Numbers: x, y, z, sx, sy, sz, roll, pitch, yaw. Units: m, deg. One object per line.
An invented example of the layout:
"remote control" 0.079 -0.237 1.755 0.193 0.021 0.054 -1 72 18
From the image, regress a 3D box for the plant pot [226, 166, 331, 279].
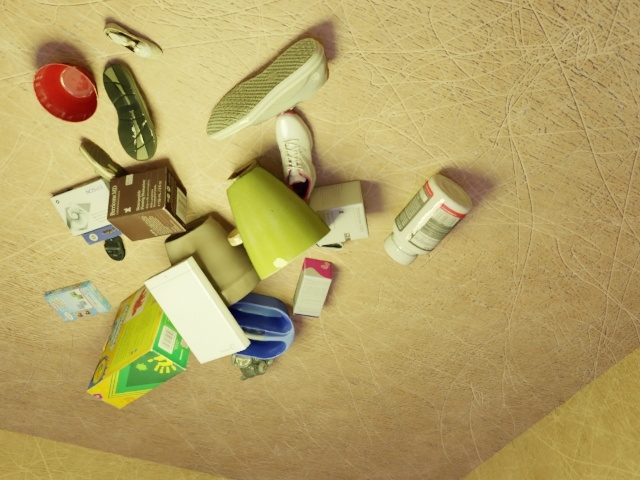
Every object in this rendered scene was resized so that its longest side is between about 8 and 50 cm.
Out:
"plant pot" -0.162 -0.074 1.616 0.275 0.275 0.293 -33 95 24

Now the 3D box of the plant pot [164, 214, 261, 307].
"plant pot" -0.405 0.073 1.840 0.323 0.323 0.280 -22 110 16

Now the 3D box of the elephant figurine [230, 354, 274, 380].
"elephant figurine" -0.334 0.486 2.262 0.239 0.186 0.169 49 148 -20

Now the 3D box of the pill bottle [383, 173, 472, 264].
"pill bottle" 0.365 -0.063 1.790 0.176 0.176 0.318 25 124 -19

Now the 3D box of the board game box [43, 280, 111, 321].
"board game box" -1.011 0.256 2.123 0.212 0.039 0.160 -14 127 10

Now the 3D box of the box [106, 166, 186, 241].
"box" -0.577 -0.118 1.712 0.203 0.168 0.167 -11 153 7

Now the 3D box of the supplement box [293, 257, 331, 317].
"supplement box" -0.035 0.190 2.032 0.114 0.111 0.220 9 129 -8

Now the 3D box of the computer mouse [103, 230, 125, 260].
"computer mouse" -0.782 -0.026 1.905 0.071 0.041 0.242 3 123 7

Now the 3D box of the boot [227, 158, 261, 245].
"boot" -0.261 -0.128 1.740 0.262 0.095 0.203 -43 120 -4

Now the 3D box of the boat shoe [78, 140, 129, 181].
"boat shoe" -0.737 -0.247 1.707 0.072 0.068 0.190 -21 127 30

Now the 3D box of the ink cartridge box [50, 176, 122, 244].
"ink cartridge box" -0.806 -0.094 1.814 0.223 0.045 0.224 -17 116 13

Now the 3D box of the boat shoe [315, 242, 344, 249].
"boat shoe" 0.000 0.000 1.909 0.184 0.063 0.066 14 127 -12

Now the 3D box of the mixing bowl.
"mixing bowl" -0.740 -0.453 1.516 0.181 0.098 0.181 0 128 0

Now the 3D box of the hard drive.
"hard drive" -0.420 0.243 1.722 0.233 0.047 0.353 -24 104 32

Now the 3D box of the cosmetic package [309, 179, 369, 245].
"cosmetic package" 0.065 -0.097 1.775 0.184 0.151 0.151 -10 128 7

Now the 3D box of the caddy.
"caddy" -0.276 0.351 2.078 0.341 0.179 0.241 12 108 -11

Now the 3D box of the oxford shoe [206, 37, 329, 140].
"oxford shoe" -0.156 -0.420 1.522 0.449 0.169 0.130 -29 145 21

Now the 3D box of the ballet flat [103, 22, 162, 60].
"ballet flat" -0.540 -0.560 1.461 0.168 0.052 0.057 24 125 -19

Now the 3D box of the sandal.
"sandal" -0.575 -0.396 1.581 0.120 0.086 0.302 -4 114 10

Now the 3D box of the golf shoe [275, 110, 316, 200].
"golf shoe" -0.076 -0.265 1.649 0.115 0.140 0.306 -10 127 9

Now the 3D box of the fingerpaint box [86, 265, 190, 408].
"fingerpaint box" -0.649 0.355 1.947 0.371 0.444 0.163 -33 123 23
